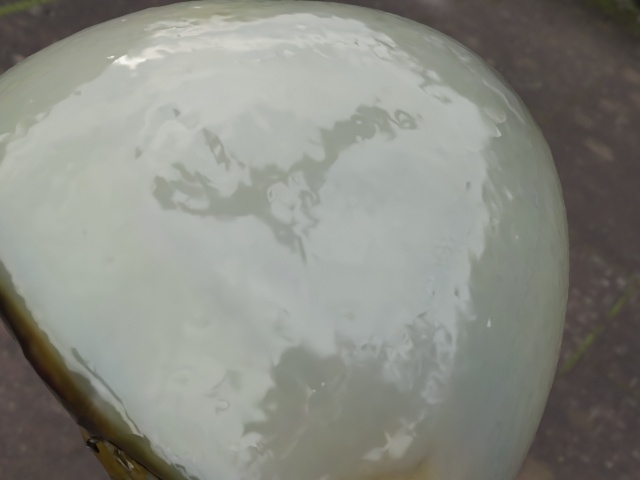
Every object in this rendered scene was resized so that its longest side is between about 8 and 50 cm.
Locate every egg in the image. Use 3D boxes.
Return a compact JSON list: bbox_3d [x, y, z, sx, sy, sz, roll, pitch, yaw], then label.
[{"bbox_3d":[-0.003,-0.004,0.597,0.264,0.174,0.286,48,16,9],"label":"egg"}]
